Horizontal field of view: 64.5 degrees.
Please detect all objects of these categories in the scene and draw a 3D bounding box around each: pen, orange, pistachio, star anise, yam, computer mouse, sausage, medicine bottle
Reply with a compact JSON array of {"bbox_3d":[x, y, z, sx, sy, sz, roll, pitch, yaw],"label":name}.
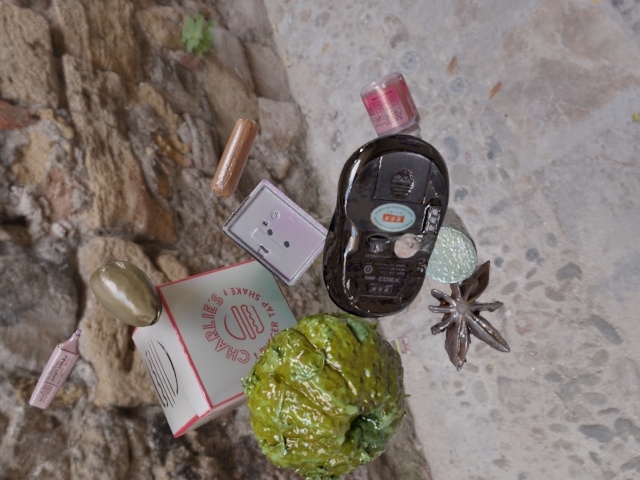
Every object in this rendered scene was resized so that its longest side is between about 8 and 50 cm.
[{"bbox_3d":[-0.584,0.284,1.135,0.197,0.053,0.032,-62,21,1],"label":"pen"},{"bbox_3d":[0.023,0.265,0.885,0.223,0.300,0.301,34,134,56],"label":"orange"},{"bbox_3d":[-0.412,0.113,1.077,0.185,0.108,0.126,30,102,22],"label":"pistachio"},{"bbox_3d":[0.367,0.192,1.286,0.110,0.198,0.257,97,162,-78],"label":"star anise"},{"bbox_3d":[0.287,-0.008,1.190,0.133,0.330,0.133,3,108,10],"label":"yam"},{"bbox_3d":[0.074,-0.019,0.633,0.096,0.137,0.233,-114,35,-70],"label":"computer mouse"},{"bbox_3d":[-0.298,-0.289,1.766,0.086,0.086,0.289,24,93,46],"label":"sausage"},{"bbox_3d":[0.226,-0.375,1.545,0.147,0.147,0.247,-11,111,45],"label":"medicine bottle"}]

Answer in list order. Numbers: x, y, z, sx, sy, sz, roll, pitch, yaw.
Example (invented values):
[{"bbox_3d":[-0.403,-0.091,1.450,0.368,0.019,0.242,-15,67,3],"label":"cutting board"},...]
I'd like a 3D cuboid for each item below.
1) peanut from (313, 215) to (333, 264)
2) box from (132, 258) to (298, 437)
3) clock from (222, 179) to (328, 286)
[{"bbox_3d":[0.000,0.000,1.355,0.136,0.298,0.120,-27,85,24],"label":"peanut"},{"bbox_3d":[-0.256,0.269,1.292,0.314,0.312,0.300,60,139,16],"label":"box"},{"bbox_3d":[-0.087,-0.015,1.071,0.192,0.071,0.147,39,89,4],"label":"clock"}]
